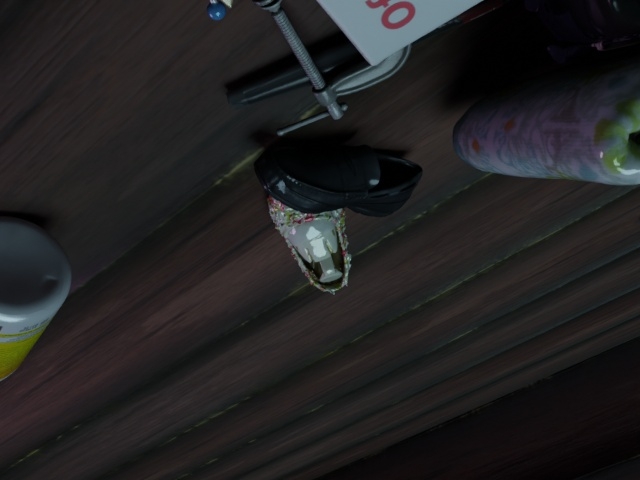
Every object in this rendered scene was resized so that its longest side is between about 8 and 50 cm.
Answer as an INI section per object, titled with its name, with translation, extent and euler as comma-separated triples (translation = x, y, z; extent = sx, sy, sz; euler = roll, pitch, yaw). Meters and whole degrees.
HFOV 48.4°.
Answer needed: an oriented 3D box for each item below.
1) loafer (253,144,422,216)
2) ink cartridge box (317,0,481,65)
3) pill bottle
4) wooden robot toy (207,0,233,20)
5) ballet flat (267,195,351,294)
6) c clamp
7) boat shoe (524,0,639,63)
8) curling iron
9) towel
[loafer]
translation = 0.025, -0.072, 0.750
extent = 0.223, 0.076, 0.078
euler = 3, 142, -48
[ink cartridge box]
translation = 0.090, -0.239, 0.287
extent = 0.306, 0.131, 0.226
euler = -29, 154, 18
[pill bottle]
translation = -0.345, 0.075, 0.732
extent = 0.117, 0.117, 0.215
euler = 3, 147, -39
[wooden robot toy]
translation = -0.086, -0.197, 0.404
extent = 0.079, 0.076, 0.173
euler = -33, 153, 29
[ballet flat]
translation = 0.000, 0.000, 0.869
extent = 0.091, 0.077, 0.241
euler = -20, 155, 5
[c clamp]
translation = 0.000, -0.158, 0.564
extent = 0.137, 0.022, 0.160
euler = -17, 137, 11
[boat shoe]
translation = 0.317, -0.255, 0.556
extent = 0.341, 0.127, 0.158
euler = -28, -174, -8
[curling iron]
translation = 0.043, -0.175, 0.596
extent = 0.274, 0.035, 0.068
euler = -22, 137, 15
[towel]
translation = 0.325, -0.149, 0.603
extent = 0.375, 0.090, 0.320
euler = -23, -173, -3
